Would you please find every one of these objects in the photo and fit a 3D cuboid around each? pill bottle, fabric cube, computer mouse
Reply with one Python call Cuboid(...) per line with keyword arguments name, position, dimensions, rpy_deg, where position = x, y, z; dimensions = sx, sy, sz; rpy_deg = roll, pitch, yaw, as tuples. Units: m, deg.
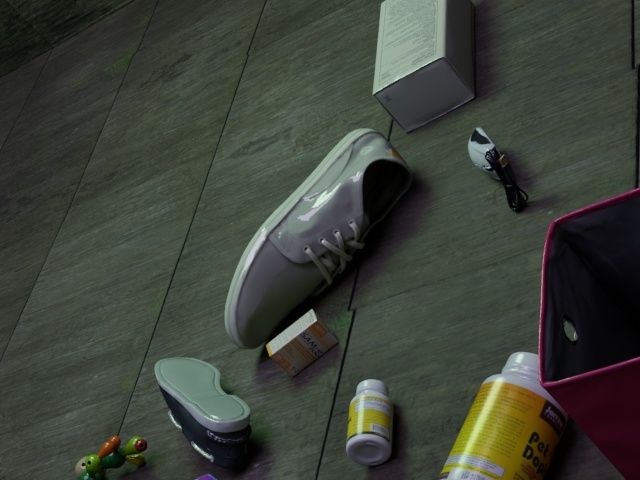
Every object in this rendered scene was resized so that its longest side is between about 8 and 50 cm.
Cuboid(name="pill bottle", position=(0.072, 0.258, 1.769), dimensions=(0.065, 0.065, 0.116), rpy_deg=(-25, 35, 27))
Cuboid(name="fabric cube", position=(0.419, 0.105, 1.372), dimensions=(0.259, 0.258, 0.254), rpy_deg=(-21, 38, 32))
Cuboid(name="pill bottle", position=(0.234, 0.250, 1.543), dimensions=(0.117, 0.117, 0.215), rpy_deg=(-2, 50, 47))
Cuboid(name="computer mouse", position=(0.273, -0.122, 1.984), dimensions=(0.042, 0.106, 0.193), rpy_deg=(-32, 24, 6))

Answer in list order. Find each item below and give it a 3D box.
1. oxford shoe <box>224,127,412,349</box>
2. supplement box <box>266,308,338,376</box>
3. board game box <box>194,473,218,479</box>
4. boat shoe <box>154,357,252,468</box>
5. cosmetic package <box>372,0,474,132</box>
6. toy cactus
Cuboid(name="oxford shoe", position=(0.000, 0.000, 2.092), dimensions=(0.130, 0.169, 0.449), rpy_deg=(28, 73, 35))
Cuboid(name="supplement box", position=(-0.029, 0.166, 1.998), dimensions=(0.098, 0.062, 0.036), rpy_deg=(-39, 30, 9))
Cuboid(name="board game box", position=(-0.201, 0.422, 1.913), dimensions=(0.133, 0.033, 0.168), rpy_deg=(-51, 32, -13))
Cuboid(name="boat shoe", position=(-0.200, 0.276, 2.023), dimensions=(0.114, 0.091, 0.302), rpy_deg=(-4, 17, -20))
Cuboid(name="cosmetic package", position=(0.198, -0.363, 2.332), dimensions=(0.160, 0.113, 0.309), rpy_deg=(-25, 36, 28))
Cuboid(name="toy cactus", position=(-0.381, 0.405, 2.102), dimensions=(0.219, 0.112, 0.180), rpy_deg=(-49, 13, -5))
